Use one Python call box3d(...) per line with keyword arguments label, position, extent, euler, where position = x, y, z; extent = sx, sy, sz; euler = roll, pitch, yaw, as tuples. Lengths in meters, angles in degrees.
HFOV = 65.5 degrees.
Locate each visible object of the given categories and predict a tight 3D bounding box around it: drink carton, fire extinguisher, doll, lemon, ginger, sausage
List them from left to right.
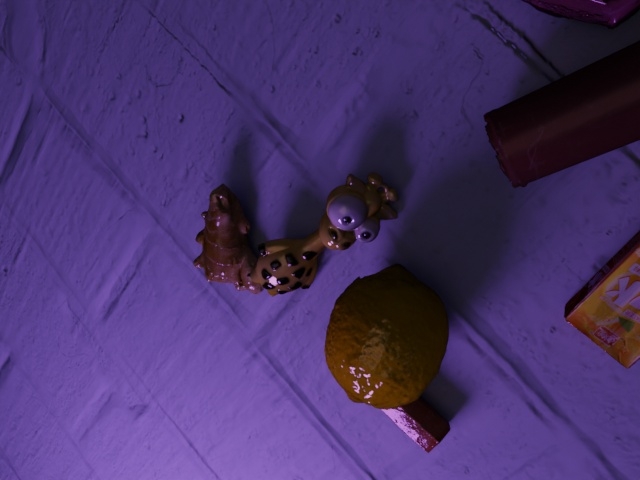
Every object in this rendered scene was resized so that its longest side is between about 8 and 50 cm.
box3d(label="ginger", position=(-0.171, 0.004, 0.888), extent=(0.115, 0.081, 0.206), euler=(-5, 105, 42))
box3d(label="doll", position=(0.000, 0.001, 0.794), extent=(0.291, 0.086, 0.117), euler=(-37, 123, 27))
box3d(label="lemon", position=(0.093, 0.138, 0.713), extent=(0.193, 0.180, 0.180), euler=(-43, 76, -12))
box3d(label="sausage", position=(0.123, 0.252, 0.789), extent=(0.169, 0.065, 0.065), euler=(42, 116, 14))
box3d(label="fire extinguisher", position=(0.359, -0.188, 0.560), extent=(0.337, 0.106, 0.147), euler=(-23, 64, 29))
box3d(label="drink carton", position=(0.406, 0.038, 0.591), extent=(0.096, 0.071, 0.223), euler=(40, 117, 15))

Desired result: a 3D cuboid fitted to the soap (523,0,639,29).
box3d(label="soap", position=(0.273, -0.376, 0.556), extent=(0.182, 0.112, 0.289), euler=(-36, 81, 26))
